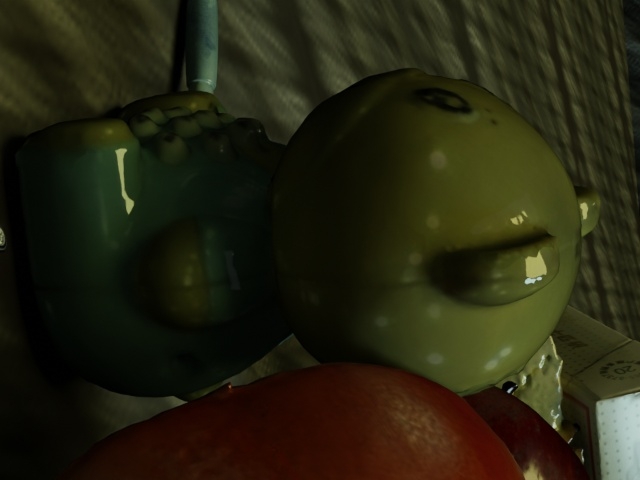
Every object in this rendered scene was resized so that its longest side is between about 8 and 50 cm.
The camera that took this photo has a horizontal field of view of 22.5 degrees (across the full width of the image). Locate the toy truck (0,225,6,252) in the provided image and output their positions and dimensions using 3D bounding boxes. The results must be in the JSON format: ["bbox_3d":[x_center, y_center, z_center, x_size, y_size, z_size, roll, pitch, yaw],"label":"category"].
[{"bbox_3d":[-0.165,-0.010,0.662,0.083,0.039,0.044,9,62,-72],"label":"toy truck"}]

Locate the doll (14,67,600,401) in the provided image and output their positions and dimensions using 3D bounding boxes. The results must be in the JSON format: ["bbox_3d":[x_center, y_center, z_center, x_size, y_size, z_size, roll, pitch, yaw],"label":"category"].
[{"bbox_3d":[0.000,0.000,0.795,0.177,0.261,0.161,-30,115,-70],"label":"doll"}]

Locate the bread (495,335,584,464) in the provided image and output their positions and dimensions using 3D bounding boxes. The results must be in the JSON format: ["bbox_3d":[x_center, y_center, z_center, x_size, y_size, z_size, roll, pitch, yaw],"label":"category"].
[{"bbox_3d":[0.135,0.160,1.302,0.135,0.178,0.240,-25,110,-68],"label":"bread"}]

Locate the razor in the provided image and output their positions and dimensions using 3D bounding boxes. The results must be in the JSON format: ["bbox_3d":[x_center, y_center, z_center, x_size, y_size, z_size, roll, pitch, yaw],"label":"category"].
[{"bbox_3d":[-0.072,-0.105,0.962,0.068,0.040,0.135,52,32,-61],"label":"razor"}]

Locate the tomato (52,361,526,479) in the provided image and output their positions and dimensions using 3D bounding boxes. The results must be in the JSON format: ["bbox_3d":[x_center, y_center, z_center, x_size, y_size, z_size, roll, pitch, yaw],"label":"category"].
[{"bbox_3d":[0.001,0.222,0.684,0.338,0.144,0.338,-19,124,-30],"label":"tomato"}]

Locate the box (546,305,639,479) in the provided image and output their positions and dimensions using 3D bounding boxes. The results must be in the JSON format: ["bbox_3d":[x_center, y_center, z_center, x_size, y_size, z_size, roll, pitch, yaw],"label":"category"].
[{"bbox_3d":[0.208,0.173,1.388,0.330,0.095,0.210,-144,-137,-69],"label":"box"}]

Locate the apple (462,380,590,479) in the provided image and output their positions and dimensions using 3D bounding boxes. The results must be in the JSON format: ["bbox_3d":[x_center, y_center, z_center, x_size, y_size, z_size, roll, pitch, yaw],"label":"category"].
[{"bbox_3d":[0.074,0.192,1.081,0.234,0.234,0.234,-3,90,-71],"label":"apple"}]
